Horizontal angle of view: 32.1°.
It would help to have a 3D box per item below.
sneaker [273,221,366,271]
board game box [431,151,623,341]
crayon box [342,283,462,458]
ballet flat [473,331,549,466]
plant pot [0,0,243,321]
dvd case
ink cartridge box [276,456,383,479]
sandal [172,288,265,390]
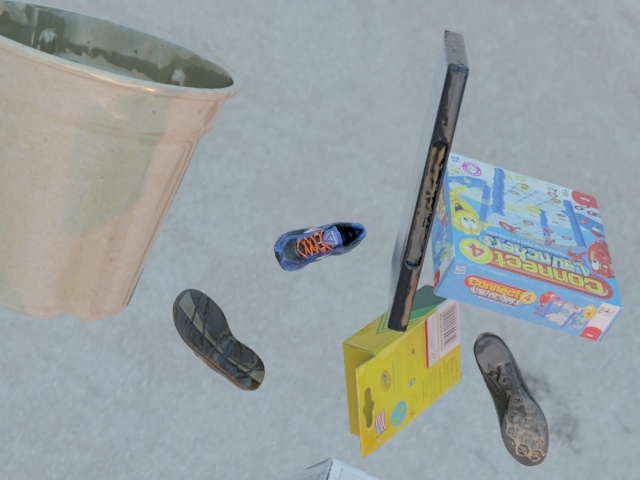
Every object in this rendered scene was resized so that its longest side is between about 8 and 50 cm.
[{"bbox_3d":[0.000,0.000,2.224,0.221,0.087,0.083,-20,87,-37],"label":"sneaker"},{"bbox_3d":[0.346,0.005,1.932,0.308,0.086,0.302,16,39,-11],"label":"board game box"},{"bbox_3d":[0.142,0.238,2.077,0.081,0.202,0.318,16,31,37],"label":"crayon box"},{"bbox_3d":[0.328,0.272,1.930,0.058,0.084,0.250,-72,138,-81],"label":"ballet flat"},{"bbox_3d":[-0.289,-0.086,1.290,0.333,0.305,0.334,16,17,-5],"label":"plant pot"},{"bbox_3d":[0.100,-0.061,1.059,0.022,0.253,0.180,12,20,1],"label":"dvd case"},{"bbox_3d":[0.074,0.375,1.367,0.307,0.303,0.072,29,59,-13],"label":"ink cartridge box"},{"bbox_3d":[-0.182,0.177,1.926,0.219,0.060,0.090,46,60,-23],"label":"sandal"}]
